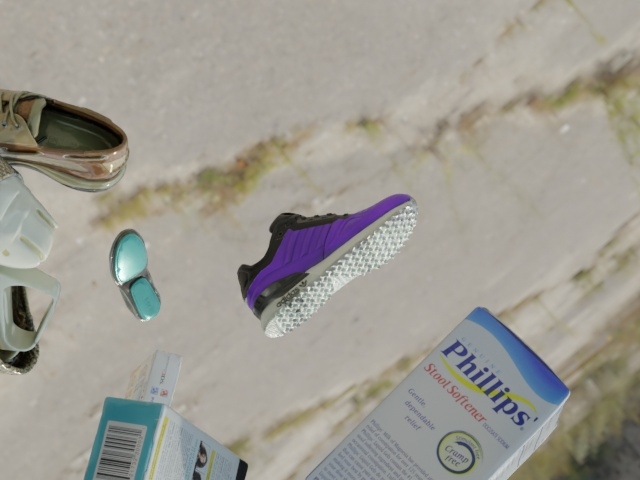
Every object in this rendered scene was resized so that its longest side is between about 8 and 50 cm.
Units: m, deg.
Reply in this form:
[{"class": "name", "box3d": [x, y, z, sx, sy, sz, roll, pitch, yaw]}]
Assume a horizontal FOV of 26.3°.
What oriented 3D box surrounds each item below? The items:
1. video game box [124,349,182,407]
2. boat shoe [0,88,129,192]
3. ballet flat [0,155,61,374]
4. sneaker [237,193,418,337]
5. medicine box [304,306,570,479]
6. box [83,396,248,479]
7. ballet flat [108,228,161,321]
[{"class": "video game box", "box3d": [-0.264, 0.270, 2.022, 0.205, 0.048, 0.187, 140, -32, -66]}, {"class": "boat shoe", "box3d": [-0.428, -0.170, 1.979, 0.324, 0.123, 0.120, 13, 151, -17]}, {"class": "ballet flat", "box3d": [-0.438, 0.026, 1.876, 0.483, 0.182, 0.164, 100, 16, -50]}, {"class": "sneaker", "box3d": [0.000, 0.000, 2.010, 0.293, 0.146, 0.102, -36, 152, -5]}, {"class": "medicine box", "box3d": [0.142, 0.249, 1.628, 0.289, 0.149, 0.263, -45, 165, -7]}, {"class": "box", "box3d": [-0.142, 0.228, 1.295, 0.244, 0.060, 0.101, 56, 43, -63]}, {"class": "ballet flat", "box3d": [-0.320, 0.051, 2.281, 0.072, 0.068, 0.213, -35, 140, -21]}]
